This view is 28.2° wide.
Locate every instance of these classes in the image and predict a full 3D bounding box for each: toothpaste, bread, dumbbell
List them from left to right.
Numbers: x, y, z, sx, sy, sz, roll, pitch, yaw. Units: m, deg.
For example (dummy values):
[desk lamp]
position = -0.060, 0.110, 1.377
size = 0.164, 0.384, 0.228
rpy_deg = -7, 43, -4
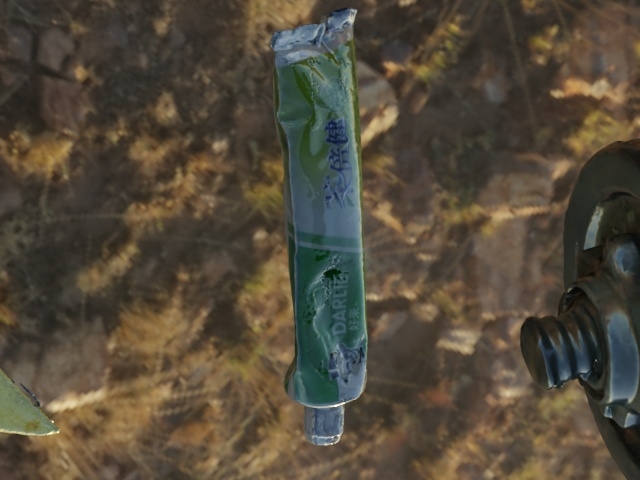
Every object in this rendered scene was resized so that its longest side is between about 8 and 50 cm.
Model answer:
[bread]
position = -0.271, 0.125, 1.108
size = 0.109, 0.084, 0.080
rpy_deg = 12, 88, -27
[toothpaste]
position = 0.000, 0.000, 0.701
size = 0.078, 0.046, 0.248
rpy_deg = -28, 123, -50
[dumbbell]
position = 0.290, 0.016, 0.587
size = 0.406, 0.179, 0.179
rpy_deg = -9, 132, -7
